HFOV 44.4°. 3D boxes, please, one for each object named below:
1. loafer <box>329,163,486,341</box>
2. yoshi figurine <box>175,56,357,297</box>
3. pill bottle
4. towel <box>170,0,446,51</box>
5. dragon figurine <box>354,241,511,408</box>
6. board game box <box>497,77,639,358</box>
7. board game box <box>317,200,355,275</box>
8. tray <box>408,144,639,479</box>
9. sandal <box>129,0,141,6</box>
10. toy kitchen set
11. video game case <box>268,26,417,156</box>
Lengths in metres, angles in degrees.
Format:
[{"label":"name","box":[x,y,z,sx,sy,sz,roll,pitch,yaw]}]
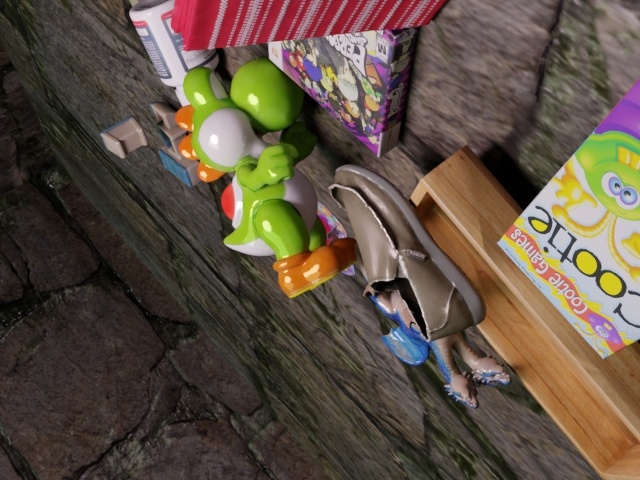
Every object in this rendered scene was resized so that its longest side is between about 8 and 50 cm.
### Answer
[{"label":"loafer","box":[0.087,0.015,0.927,0.251,0.087,0.094,50,168,14]},{"label":"yoshi figurine","box":[-0.054,-0.115,1.125,0.362,0.203,0.203,59,147,3]},{"label":"pill bottle","box":[-0.231,-0.318,1.306,0.108,0.108,0.180,27,146,51]},{"label":"towel","box":[0.008,-0.239,0.707,0.199,0.275,0.031,137,121,-70]},{"label":"dragon figurine","box":[0.127,0.109,1.049,0.289,0.085,0.144,35,156,47]},{"label":"board game box","box":[0.274,-0.038,0.596,0.144,0.142,0.275,49,159,14]},{"label":"board game box","box":[0.000,0.000,1.405,0.133,0.033,0.168,37,153,38]},{"label":"tray","box":[0.256,0.095,0.908,0.411,0.076,0.203,50,168,9]},{"label":"sandal","box":[-0.365,-0.491,1.357,0.120,0.086,0.302,10,132,62]},{"label":"toy kitchen set","box":[-0.379,-0.196,1.732,0.122,0.166,0.207,37,153,38]},{"label":"video game case","box":[0.017,-0.245,0.973,0.232,0.042,0.210,45,157,22]}]
